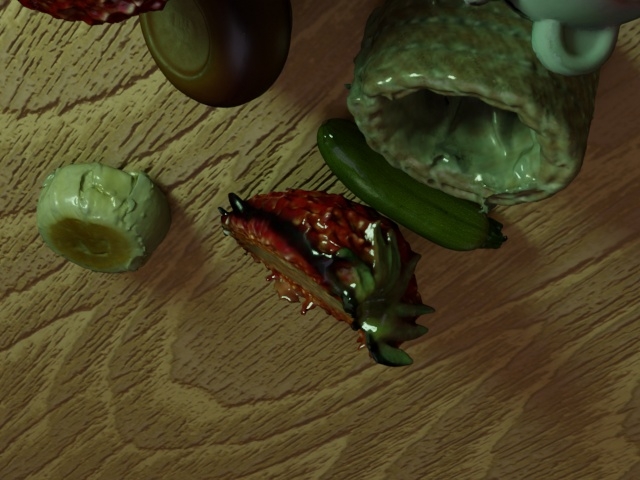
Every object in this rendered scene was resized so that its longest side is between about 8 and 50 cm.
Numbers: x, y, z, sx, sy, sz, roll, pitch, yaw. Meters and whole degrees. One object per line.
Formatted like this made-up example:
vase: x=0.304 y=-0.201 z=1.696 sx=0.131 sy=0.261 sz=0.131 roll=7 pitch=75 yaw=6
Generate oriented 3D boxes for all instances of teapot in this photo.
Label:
teapot: x=-0.087 y=-0.238 z=1.519 sx=0.178 sy=0.135 sz=0.252 roll=36 pitch=134 yaw=25

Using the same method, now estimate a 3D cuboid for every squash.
squash: x=0.094 y=-0.053 z=1.740 sx=0.258 sy=0.069 sz=0.069 roll=33 pitch=143 yaw=-21

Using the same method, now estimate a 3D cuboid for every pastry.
pastry: x=-0.264 y=-0.028 z=1.917 sx=0.166 sy=0.088 sz=0.165 roll=11 pitch=147 yaw=7

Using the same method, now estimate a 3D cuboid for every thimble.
thimble: x=0.151 y=-0.142 z=1.516 sx=0.229 sy=0.148 sz=0.196 roll=29 pitch=144 yaw=-20

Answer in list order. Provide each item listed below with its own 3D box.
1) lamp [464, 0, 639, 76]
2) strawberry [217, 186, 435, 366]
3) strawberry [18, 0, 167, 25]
lamp: x=0.165 y=-0.298 z=1.260 sx=0.301 sy=0.247 sz=0.247 roll=36 pitch=173 yaw=-16
strawberry: x=0.000 y=0.000 z=1.803 sx=0.306 sy=0.138 sz=0.233 roll=35 pitch=167 yaw=49
strawberry: x=-0.144 y=-0.297 z=1.324 sx=0.258 sy=0.261 sz=0.261 roll=22 pitch=146 yaw=-15
